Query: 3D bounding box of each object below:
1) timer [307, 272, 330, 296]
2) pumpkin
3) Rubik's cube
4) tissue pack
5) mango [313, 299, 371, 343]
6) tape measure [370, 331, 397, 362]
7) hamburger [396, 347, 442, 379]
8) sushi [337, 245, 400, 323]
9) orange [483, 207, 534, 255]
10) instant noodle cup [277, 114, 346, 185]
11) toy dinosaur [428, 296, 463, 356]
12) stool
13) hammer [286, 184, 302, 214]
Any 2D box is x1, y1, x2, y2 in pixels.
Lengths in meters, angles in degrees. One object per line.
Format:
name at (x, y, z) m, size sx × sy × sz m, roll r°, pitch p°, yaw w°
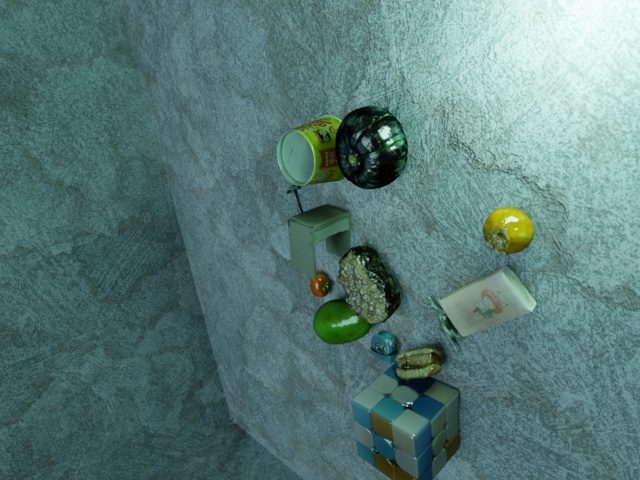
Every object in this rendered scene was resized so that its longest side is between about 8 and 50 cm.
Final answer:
timer at (0.002, 0.232, 2.242) m, size 0.136 × 0.099 × 0.136 m, roll 21°, pitch 131°, yaw 26°
pumpkin at (0.197, -0.348, 1.602) m, size 0.315 × 0.238 × 0.315 m, roll 51°, pitch 156°, yaw 33°
Rubik's cube at (0.382, 0.818, 1.915) m, size 0.347 × 0.347 × 0.344 m, roll 15°, pitch 121°, yaw 43°
tissue pack at (0.597, 0.230, 1.573) m, size 0.170 × 0.071 × 0.325 m, roll 57°, pitch 141°, yaw 8°
mango at (0.109, 0.393, 2.119) m, size 0.382 × 0.201 × 0.225 m, roll -30°, pitch 76°, yaw 49°
tape measure at (0.303, 0.503, 2.051) m, size 0.146 × 0.081 × 0.125 m, roll 11°, pitch 107°, yaw 45°
hamburger at (0.438, 0.546, 1.880) m, size 0.262 × 0.131 × 0.124 m, roll -34°, pitch 48°, yaw 56°
sushi at (0.205, 0.193, 1.910) m, size 0.211 × 0.171 × 0.350 m, roll -26°, pitch 85°, yaw 49°
orange at (0.599, -0.030, 1.384) m, size 0.155 × 0.134 × 0.154 m, roll 18°, pitch 115°, yaw 44°
instant noodle cup at (-0.025, -0.369, 1.838) m, size 0.311 × 0.221 × 0.311 m, roll 23°, pitch 124°, yaw 38°
toy dinosaur at (0.512, 0.358, 1.755) m, size 0.242 × 0.053 × 0.167 m, roll 67°, pitch 168°, yaw -23°
stool at (0.000, 0.000, 1.998) m, size 0.170 × 0.244 × 0.269 m, roll 23°, pitch 125°, yaw 41°
hammer at (-0.113, -0.165, 2.214) m, size 0.103 × 0.029 × 0.246 m, roll 0°, pitch 111°, yaw 49°
